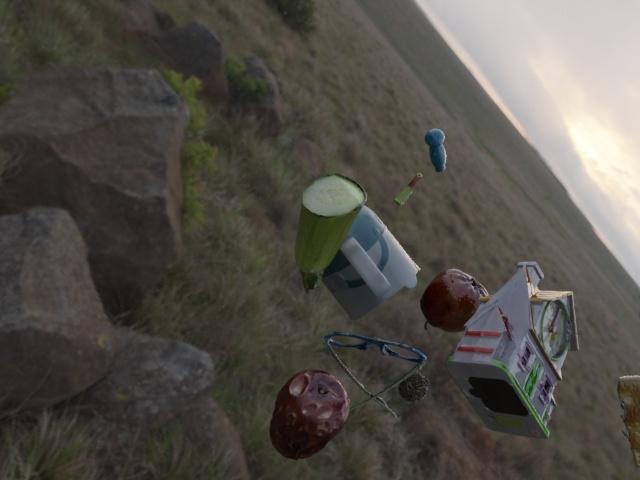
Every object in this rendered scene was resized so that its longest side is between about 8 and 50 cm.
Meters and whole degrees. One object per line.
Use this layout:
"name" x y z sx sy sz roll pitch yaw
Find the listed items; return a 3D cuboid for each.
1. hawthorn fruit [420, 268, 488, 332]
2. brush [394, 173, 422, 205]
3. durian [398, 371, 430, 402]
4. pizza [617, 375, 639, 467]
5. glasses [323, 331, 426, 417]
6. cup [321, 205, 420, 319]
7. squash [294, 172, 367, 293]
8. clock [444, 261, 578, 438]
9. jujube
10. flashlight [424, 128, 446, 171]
"hawthorn fruit" 0.324 0.165 1.806 0.157 0.194 0.157 30 35 -24
"brush" 0.195 -0.112 1.566 0.019 0.083 0.021 38 -2 30
"durian" 0.227 0.361 1.753 0.080 0.080 0.091 60 -19 28
"pizza" 0.670 0.373 1.439 0.154 0.194 0.069 9 3 25
"glasses" 0.110 0.306 1.631 0.239 0.207 0.102 13 10 12
"cup" 0.098 0.052 1.797 0.257 0.219 0.289 52 2 -9
"squash" -0.014 -0.009 1.588 0.137 0.287 0.137 18 36 -13
"clock" 0.411 0.200 1.450 0.235 0.166 0.309 54 52 -29
"jujube" -0.029 0.371 1.505 0.155 0.230 0.155 9 49 -11
"flashlight" 0.299 -0.229 1.836 0.051 0.051 0.129 -108 179 -50
